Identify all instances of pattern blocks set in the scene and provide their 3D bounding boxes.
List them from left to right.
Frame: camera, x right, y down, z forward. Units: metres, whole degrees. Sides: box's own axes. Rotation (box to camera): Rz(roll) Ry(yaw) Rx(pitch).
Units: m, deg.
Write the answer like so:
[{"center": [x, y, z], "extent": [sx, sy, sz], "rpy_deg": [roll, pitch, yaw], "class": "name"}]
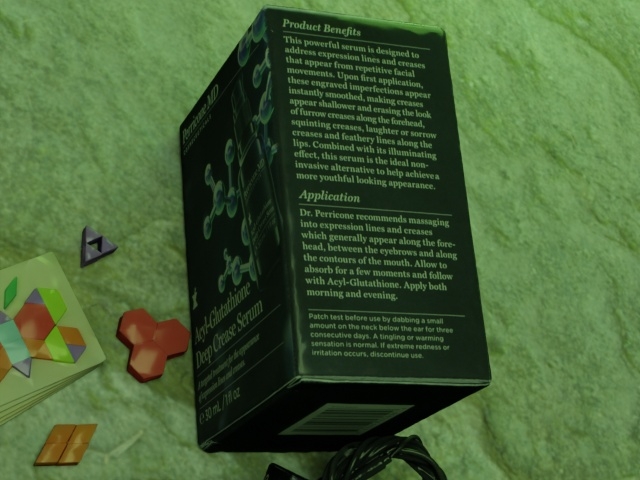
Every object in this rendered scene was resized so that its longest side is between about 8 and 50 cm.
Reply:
[{"center": [-0.323, 0.105, 1.389], "extent": [0.285, 0.026, 0.325], "rpy_deg": [49, 59, 2], "class": "pattern blocks set"}]

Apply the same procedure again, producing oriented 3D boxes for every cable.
[{"center": [0.061, 0.283, 1.403], "extent": [0.151, 0.047, 0.184], "rpy_deg": [28, 63, -6], "class": "cable"}]

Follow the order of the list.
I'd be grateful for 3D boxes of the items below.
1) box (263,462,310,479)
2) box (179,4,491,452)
[{"center": [0.038, 0.355, 1.294], "extent": [0.261, 0.103, 0.184], "rpy_deg": [26, 83, -12], "class": "box"}, {"center": [0.000, 0.000, 1.419], "extent": [0.212, 0.293, 0.395], "rpy_deg": [4, 67, -23], "class": "box"}]
